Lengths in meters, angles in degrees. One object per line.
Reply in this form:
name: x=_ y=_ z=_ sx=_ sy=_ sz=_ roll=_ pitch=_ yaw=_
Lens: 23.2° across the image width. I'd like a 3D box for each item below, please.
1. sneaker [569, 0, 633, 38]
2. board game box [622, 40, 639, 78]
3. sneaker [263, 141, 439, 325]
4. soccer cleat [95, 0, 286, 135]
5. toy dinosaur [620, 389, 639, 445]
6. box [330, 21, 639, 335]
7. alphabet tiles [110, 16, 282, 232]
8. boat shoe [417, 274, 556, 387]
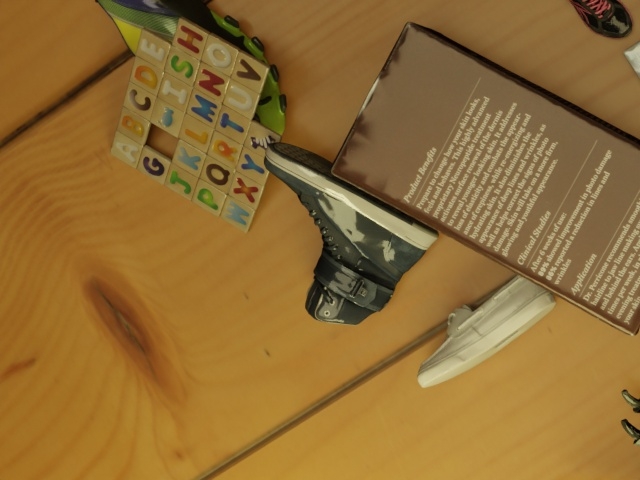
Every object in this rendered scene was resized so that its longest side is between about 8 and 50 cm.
sneaker: x=0.298 y=-0.270 z=1.736 sx=0.119 sy=0.057 sz=0.047 roll=43 pitch=100 yaw=5
board game box: x=0.399 y=-0.197 z=1.738 sx=0.090 sy=0.020 sz=0.090 roll=-32 pitch=88 yaw=12
sneaker: x=0.001 y=0.001 z=1.786 sx=0.226 sy=0.086 sz=0.163 roll=32 pitch=105 yaw=-16
soccer cleat: x=-0.152 y=-0.220 z=1.841 sx=0.289 sy=0.093 sz=0.121 roll=49 pitch=134 yaw=0
toy dinosaur: x=0.420 y=0.268 z=1.718 sx=0.322 sy=0.164 sz=0.218 roll=-19 pitch=108 yaw=-7
box: x=0.226 y=-0.071 z=1.731 sx=0.381 sy=0.143 sz=0.191 roll=30 pitch=101 yaw=7
alphabet tiles: x=-0.139 y=-0.139 z=1.808 sx=0.198 sy=0.009 sz=0.237 roll=30 pitch=133 yaw=9
boat shoe: x=0.180 y=0.100 z=1.795 sx=0.184 sy=0.066 sz=0.063 roll=-38 pitch=72 yaw=15
